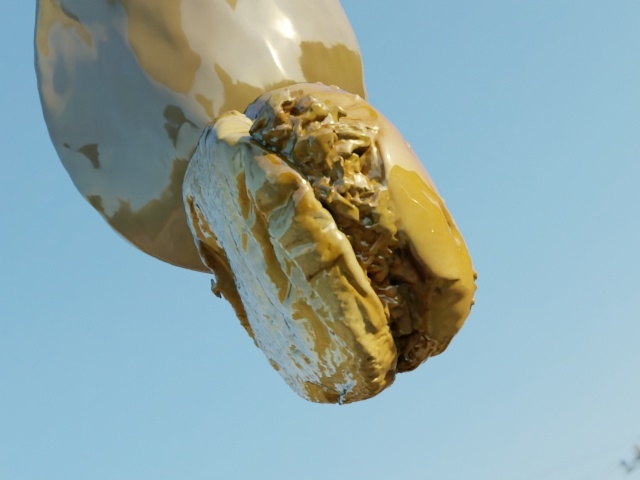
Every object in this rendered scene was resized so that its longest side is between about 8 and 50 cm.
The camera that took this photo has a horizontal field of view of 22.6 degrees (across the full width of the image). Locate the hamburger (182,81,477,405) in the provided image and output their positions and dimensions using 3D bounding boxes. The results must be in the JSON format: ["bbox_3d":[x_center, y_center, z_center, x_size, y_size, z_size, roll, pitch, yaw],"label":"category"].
[{"bbox_3d":[0.000,0.000,0.696,0.083,0.138,0.147,-33,1,-22],"label":"hamburger"}]

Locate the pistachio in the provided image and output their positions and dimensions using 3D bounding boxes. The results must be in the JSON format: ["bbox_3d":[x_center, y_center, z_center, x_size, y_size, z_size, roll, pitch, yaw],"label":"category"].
[{"bbox_3d":[-0.075,-0.099,0.990,0.197,0.288,0.166,-24,-24,-9],"label":"pistachio"}]
